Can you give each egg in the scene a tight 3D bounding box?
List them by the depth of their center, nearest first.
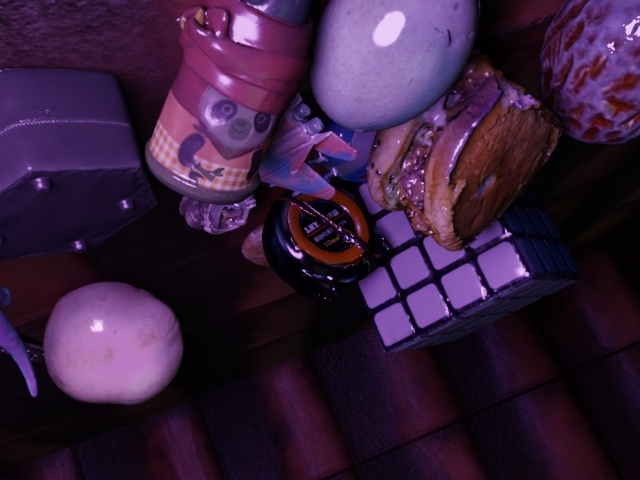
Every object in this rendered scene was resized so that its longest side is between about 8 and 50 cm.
[{"bbox_3d":[0.079,-0.222,0.768,0.169,0.169,0.236,-11,161,-34],"label":"egg"}]

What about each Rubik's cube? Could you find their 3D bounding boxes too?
[{"bbox_3d":[0.274,0.005,1.396,0.343,0.337,0.344,-33,161,28],"label":"Rubik's cube"}]

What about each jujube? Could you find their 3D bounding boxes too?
[{"bbox_3d":[0.465,-0.280,1.019,0.246,0.215,0.308,-25,161,1],"label":"jujube"}]

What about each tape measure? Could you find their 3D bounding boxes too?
[{"bbox_3d":[0.000,0.000,1.236,0.202,0.223,0.135,-35,172,-34],"label":"tape measure"}]

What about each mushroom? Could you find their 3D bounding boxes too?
[{"bbox_3d":[-0.403,0.192,1.317,0.254,0.260,0.234,-30,-161,-9],"label":"mushroom"}]

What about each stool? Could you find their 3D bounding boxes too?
[{"bbox_3d":[-0.303,-0.080,0.759,0.232,0.141,0.232,-21,161,-8],"label":"stool"}]

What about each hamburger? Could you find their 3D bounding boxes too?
[{"bbox_3d":[0.208,-0.134,1.008,0.277,0.195,0.318,-55,154,12],"label":"hamburger"}]

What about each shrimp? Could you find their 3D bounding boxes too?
[{"bbox_3d":[-0.025,-0.004,1.428,0.317,0.077,0.168,-3,150,-41],"label":"shrimp"}]

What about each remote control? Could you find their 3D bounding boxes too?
[{"bbox_3d":[-0.621,0.228,1.423,0.059,0.028,0.212,-19,161,-3],"label":"remote control"}]

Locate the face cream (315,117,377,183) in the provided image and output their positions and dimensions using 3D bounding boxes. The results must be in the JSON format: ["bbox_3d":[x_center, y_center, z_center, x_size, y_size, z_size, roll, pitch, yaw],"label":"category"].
[{"bbox_3d":[0.093,-0.157,1.121,0.264,0.083,0.149,0,137,-50],"label":"face cream"}]

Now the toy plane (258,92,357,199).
[{"bbox_3d":[-0.102,-0.122,0.929,0.326,0.223,0.104,-10,-138,53],"label":"toy plane"}]

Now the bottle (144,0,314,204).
[{"bbox_3d":[-0.091,-0.179,0.702,0.271,0.143,0.156,-63,168,27],"label":"bottle"}]

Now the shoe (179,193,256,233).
[{"bbox_3d":[-0.155,-0.055,1.087,0.089,0.092,0.180,-8,157,-40],"label":"shoe"}]

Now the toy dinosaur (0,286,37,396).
[{"bbox_3d":[-0.401,0.004,0.653,0.129,0.383,0.331,-44,-174,-26],"label":"toy dinosaur"}]

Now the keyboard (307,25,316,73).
[{"bbox_3d":[0.048,-0.254,0.896,0.231,0.023,0.072,-11,151,-35],"label":"keyboard"}]
